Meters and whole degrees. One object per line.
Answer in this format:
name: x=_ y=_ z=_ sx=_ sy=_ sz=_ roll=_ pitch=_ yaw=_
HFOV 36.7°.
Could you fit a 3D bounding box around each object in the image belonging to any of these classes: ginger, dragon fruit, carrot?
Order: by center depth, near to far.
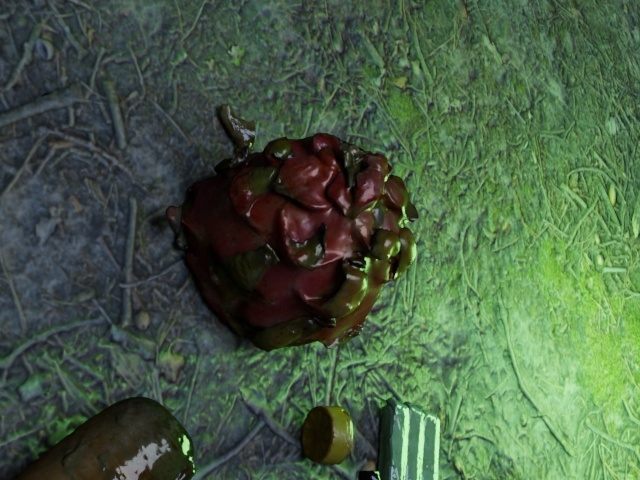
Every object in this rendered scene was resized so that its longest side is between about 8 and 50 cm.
carrot: x=-0.270 y=0.281 z=1.016 sx=0.301 sy=0.138 sz=0.139 roll=-28 pitch=97 yaw=-36
dragon fruit: x=0.000 y=0.000 z=1.272 sx=0.314 sy=0.262 sz=0.296 roll=-22 pitch=96 yaw=-47
ginger: x=-0.109 y=-0.156 z=1.384 sx=0.048 sy=0.030 sz=0.097 roll=-33 pitch=103 yaw=-44

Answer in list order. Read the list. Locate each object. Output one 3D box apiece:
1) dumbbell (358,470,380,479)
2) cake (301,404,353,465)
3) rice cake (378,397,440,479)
dumbbell: x=0.070 y=0.496 z=1.243 sx=0.185 sy=0.185 sz=0.389 roll=14 pitch=68 yaw=-42
cake: x=0.011 y=0.268 z=1.330 sx=0.044 sy=0.084 sz=0.084 roll=16 pitch=66 yaw=-34
rice cake: x=0.136 y=0.352 z=1.459 sx=0.124 sy=0.038 sz=0.211 roll=27 pitch=60 yaw=-37
